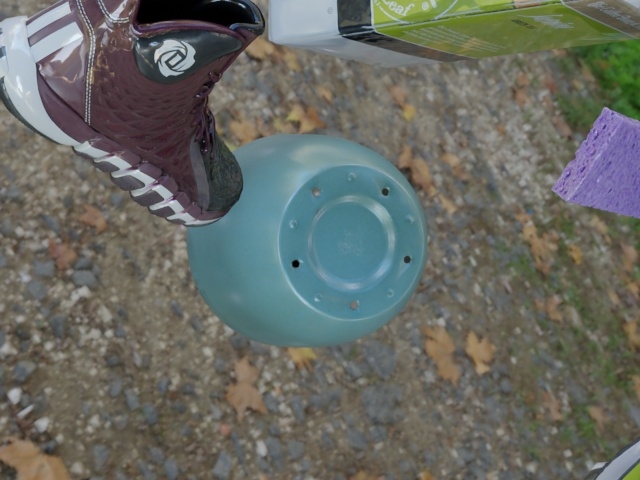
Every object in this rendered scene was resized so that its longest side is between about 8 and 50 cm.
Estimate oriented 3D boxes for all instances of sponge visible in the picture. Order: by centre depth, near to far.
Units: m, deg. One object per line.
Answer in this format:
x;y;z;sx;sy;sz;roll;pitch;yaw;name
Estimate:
0.380;-0.092;1.186;0.210;0.117;0.031;7;29;-48;sponge

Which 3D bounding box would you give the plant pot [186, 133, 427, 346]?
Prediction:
0.000;0.000;1.193;0.293;0.235;0.293;0;90;-20;plant pot

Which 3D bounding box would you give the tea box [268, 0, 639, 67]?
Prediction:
0.136;-0.344;0.864;0.220;0.323;0.329;-4;93;-57;tea box

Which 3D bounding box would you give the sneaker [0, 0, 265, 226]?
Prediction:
-0.092;-0.106;0.706;0.281;0.162;0.106;31;35;-61;sneaker

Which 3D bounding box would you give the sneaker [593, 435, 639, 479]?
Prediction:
0.231;0.230;0.618;0.111;0.300;0.121;-9;35;-33;sneaker

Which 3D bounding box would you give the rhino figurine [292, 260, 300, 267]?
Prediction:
0.013;-0.007;1.212;0.243;0.106;0.073;-34;116;-59;rhino figurine

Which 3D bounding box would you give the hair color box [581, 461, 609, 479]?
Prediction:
0.514;0.357;1.221;0.185;0.374;0.114;-18;92;-54;hair color box
